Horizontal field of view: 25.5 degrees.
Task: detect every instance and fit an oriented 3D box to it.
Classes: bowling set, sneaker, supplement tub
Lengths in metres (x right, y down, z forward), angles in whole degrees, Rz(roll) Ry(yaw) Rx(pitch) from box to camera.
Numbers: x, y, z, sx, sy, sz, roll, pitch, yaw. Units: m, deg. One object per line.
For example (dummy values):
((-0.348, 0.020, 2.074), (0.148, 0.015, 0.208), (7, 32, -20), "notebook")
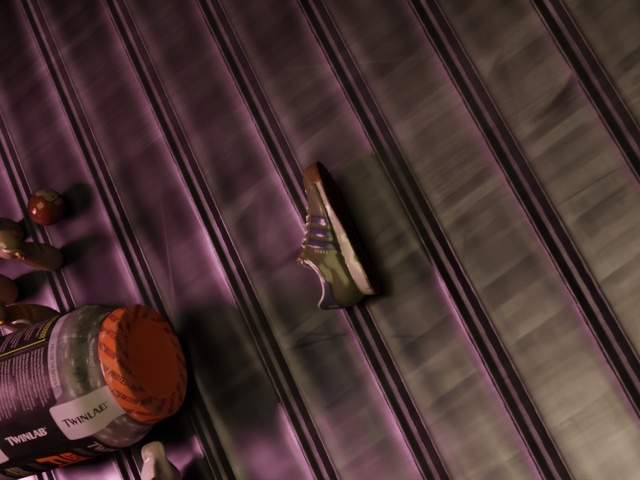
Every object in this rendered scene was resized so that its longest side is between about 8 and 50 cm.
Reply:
((-0.465, 0.002, 2.000), (0.287, 0.154, 0.200), (22, 90, 33), "bowling set")
((0.000, 0.000, 1.780), (0.086, 0.064, 0.192), (-30, 69, 17), "sneaker")
((-0.346, 0.200, 1.869), (0.316, 0.193, 0.194), (-20, 70, 27), "supplement tub")

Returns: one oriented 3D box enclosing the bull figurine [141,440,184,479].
((-0.239, 0.386, 1.740), (0.101, 0.188, 0.310), (10, 67, 16), "bull figurine")
